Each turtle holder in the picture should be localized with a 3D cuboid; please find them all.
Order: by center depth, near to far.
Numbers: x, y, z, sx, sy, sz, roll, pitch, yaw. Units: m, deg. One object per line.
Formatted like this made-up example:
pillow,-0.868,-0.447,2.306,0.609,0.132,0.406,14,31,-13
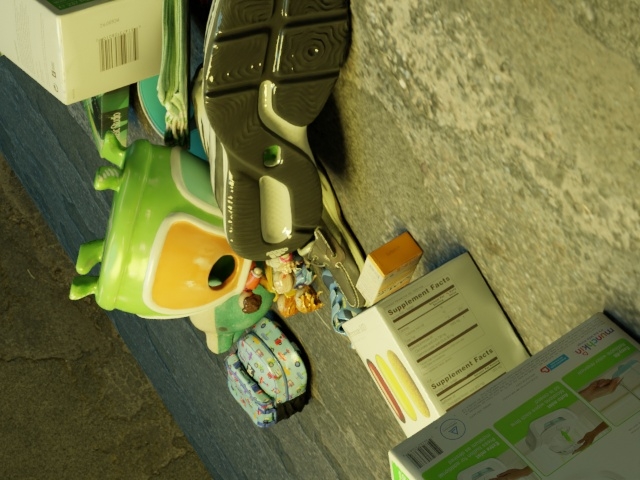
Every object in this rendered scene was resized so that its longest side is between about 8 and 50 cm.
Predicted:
turtle holder,-0.215,-0.011,1.632,0.320,0.228,0.243,171,110,-78

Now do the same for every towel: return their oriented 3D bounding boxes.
towel,-0.193,-0.262,1.543,0.325,0.038,0.247,125,145,-82

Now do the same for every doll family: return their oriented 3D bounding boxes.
doll family,-0.050,0.034,1.728,0.263,0.118,0.163,146,112,-66

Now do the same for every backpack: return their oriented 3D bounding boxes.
backpack,-0.095,0.230,2.083,0.158,0.117,0.173,50,155,26

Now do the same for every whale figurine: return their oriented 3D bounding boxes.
whale figurine,-0.138,0.090,1.966,0.272,0.141,0.216,82,-168,-65

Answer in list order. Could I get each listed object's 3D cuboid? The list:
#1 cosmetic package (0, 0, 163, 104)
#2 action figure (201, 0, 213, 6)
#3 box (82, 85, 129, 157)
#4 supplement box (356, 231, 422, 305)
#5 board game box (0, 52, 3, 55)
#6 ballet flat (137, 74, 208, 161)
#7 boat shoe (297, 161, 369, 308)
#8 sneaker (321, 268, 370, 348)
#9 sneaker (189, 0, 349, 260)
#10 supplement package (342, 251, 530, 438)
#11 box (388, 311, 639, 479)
cosmetic package,-0.412,-0.370,1.796,0.365,0.197,0.155,37,138,34
action figure,-0.148,-0.331,1.568,0.115,0.030,0.038,67,163,-12
box,-0.402,-0.319,2.091,0.322,0.059,0.232,112,140,-67
supplement box,0.085,0.037,1.448,0.036,0.062,0.098,53,160,17
board game box,-0.594,-0.453,2.082,0.097,0.303,0.224,42,153,42
ballet flat,-0.209,-0.173,1.874,0.248,0.086,0.086,55,160,13
boat shoe,0.000,-0.001,1.587,0.223,0.073,0.080,66,161,-13
sneaker,0.036,0.095,1.653,0.144,0.059,0.053,52,160,32
sneaker,-0.099,-0.213,1.403,0.257,0.169,0.447,-121,27,-42
supplement package,0.155,0.159,1.338,0.244,0.134,0.139,59,160,4
box,0.235,0.226,1.047,0.231,0.262,0.126,43,155,38
